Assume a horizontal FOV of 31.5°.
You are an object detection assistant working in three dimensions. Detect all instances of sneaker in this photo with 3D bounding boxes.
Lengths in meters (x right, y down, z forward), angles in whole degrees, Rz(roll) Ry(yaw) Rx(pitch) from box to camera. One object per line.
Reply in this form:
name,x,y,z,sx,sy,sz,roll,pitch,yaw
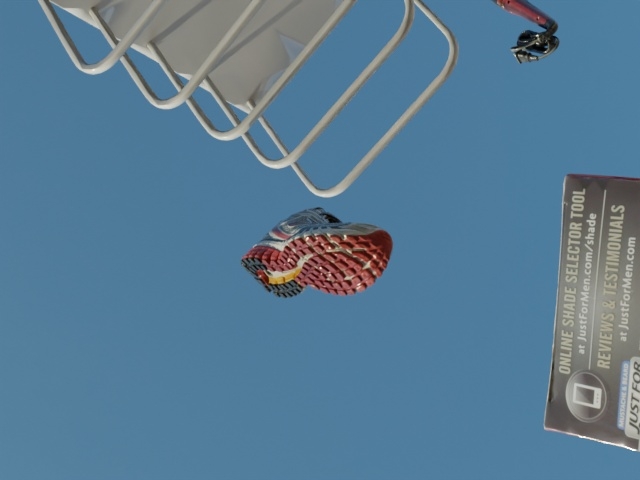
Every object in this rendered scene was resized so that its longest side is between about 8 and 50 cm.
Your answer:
sneaker,0.000,0.000,1.219,0.088,0.225,0.093,48,-117,-24

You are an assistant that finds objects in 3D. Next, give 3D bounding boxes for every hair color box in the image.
hair color box,0.158,0.026,0.436,0.167,0.053,0.093,1,-86,-42

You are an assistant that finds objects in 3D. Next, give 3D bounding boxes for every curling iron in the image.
curling iron,0.252,-0.316,1.544,0.068,0.274,0.035,-37,-54,10

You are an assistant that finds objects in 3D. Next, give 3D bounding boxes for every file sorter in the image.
file sorter,-0.056,-0.181,0.879,0.193,0.173,0.277,-47,-40,15
